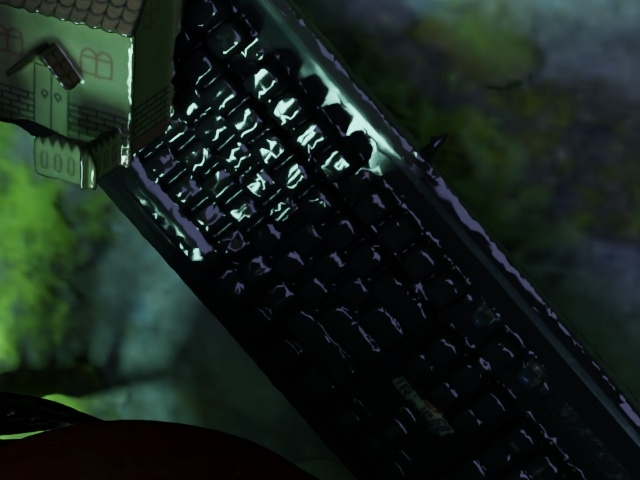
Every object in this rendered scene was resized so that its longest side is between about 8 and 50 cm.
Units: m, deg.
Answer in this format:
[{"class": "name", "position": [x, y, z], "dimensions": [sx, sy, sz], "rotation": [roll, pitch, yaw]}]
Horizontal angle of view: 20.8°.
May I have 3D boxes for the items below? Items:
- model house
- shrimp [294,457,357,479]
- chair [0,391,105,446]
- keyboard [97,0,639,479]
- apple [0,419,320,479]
[{"class": "model house", "position": [-0.082, -0.055, 0.448], "dimensions": [0.083, 0.057, 0.058], "rotation": [18, 122, 20]}, {"class": "shrimp", "position": [0.080, 0.201, 0.540], "dimensions": [0.360, 0.085, 0.247], "rotation": [32, 108, 5]}, {"class": "chair", "position": [-0.129, 0.012, 0.460], "dimensions": [0.084, 0.212, 0.101], "rotation": [10, 97, 26]}, {"class": "keyboard", "position": [0.000, 0.000, 0.480], "dimensions": [0.230, 0.025, 0.094], "rotation": [49, 121, 0]}, {"class": "apple", "position": [-0.052, 0.156, 0.423], "dimensions": [0.234, 0.234, 0.234], "rotation": [7, 116, 13]}]
